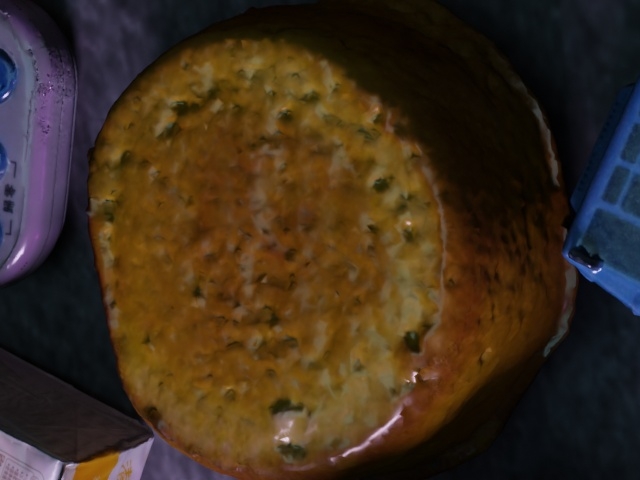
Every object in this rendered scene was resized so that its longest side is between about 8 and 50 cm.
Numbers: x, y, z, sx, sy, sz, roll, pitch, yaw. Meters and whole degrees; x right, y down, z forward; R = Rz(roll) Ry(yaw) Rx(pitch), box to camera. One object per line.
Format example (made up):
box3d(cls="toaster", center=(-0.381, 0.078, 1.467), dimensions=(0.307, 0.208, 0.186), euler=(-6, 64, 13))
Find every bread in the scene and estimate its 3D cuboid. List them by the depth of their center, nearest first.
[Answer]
box3d(cls="bread", center=(0.003, 0.005, 1.062), dimensions=(0.312, 0.172, 0.312), euler=(3, 97, 28))

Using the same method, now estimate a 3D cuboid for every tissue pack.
box3d(cls="tissue pack", center=(-0.237, 0.202, 1.237), dimensions=(0.185, 0.124, 0.225), euler=(24, 107, 21))

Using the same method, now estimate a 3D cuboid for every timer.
box3d(cls="timer", center=(-0.257, -0.075, 1.240), dimensions=(0.190, 0.069, 0.209), euler=(13, 104, 25))

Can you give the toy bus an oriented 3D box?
box3d(cls="toy bus", center=(0.229, -0.062, 0.973), dimensions=(0.133, 0.116, 0.234), euler=(29, 107, 21))
